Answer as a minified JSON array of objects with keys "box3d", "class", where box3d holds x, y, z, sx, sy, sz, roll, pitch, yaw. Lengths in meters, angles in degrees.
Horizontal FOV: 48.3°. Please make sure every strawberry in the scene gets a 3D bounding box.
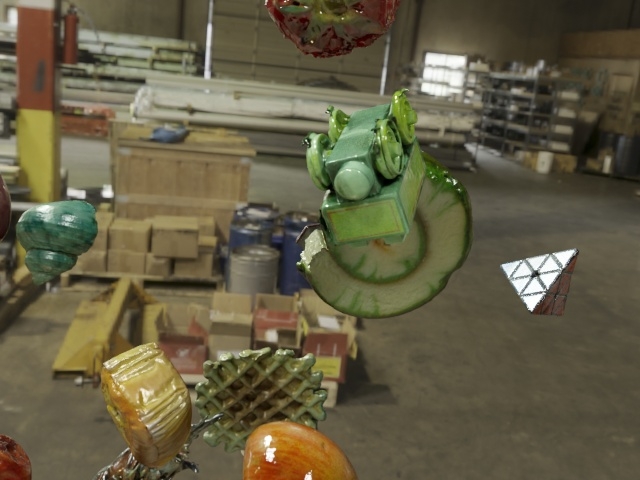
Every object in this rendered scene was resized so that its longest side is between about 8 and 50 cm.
[{"box3d":[0.030,-0.346,0.982,0.184,0.186,0.201,23,26,17],"class":"strawberry"}]

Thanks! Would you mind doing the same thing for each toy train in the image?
[{"box3d":[0.082,-0.120,1.153,0.159,0.188,0.271,-9,28,22],"class":"toy train"}]

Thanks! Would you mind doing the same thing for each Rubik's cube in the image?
[{"box3d":[0.529,0.109,1.845,0.178,0.211,0.191,26,36,36],"class":"Rubik's cube"}]

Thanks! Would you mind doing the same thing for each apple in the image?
[{"box3d":[-0.042,0.547,1.543,0.302,0.301,0.301,6,14,-1],"class":"apple"}]

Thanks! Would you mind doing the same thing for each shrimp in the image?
[{"box3d":[-0.361,0.517,1.619,0.372,0.172,0.137,-25,39,10],"class":"shrimp"}]

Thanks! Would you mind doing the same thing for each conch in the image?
[{"box3d":[-0.631,0.003,1.684,0.196,0.202,0.134,19,20,32],"class":"conch"}]

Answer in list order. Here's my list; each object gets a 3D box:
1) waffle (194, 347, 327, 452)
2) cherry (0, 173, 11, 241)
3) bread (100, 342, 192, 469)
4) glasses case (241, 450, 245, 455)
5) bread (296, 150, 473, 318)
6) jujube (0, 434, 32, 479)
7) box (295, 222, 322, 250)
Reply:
[{"box3d":[-0.139,0.380,1.676,0.310,0.291,0.056,-3,24,-5],"class":"waffle"},{"box3d":[-0.764,-0.092,1.525,0.206,0.239,0.239,9,10,-36],"class":"cherry"},{"box3d":[-0.282,0.277,1.180,0.119,0.288,0.152,-32,73,-23],"class":"bread"},{"box3d":[-0.149,0.502,1.868,0.083,0.050,0.196,7,17,8],"class":"glasses case"},{"box3d":[0.127,-0.011,1.494,0.382,0.366,0.129,-23,34,1],"class":"bread"},{"box3d":[-0.597,0.436,1.179,0.174,0.250,0.174,45,-1,1],"class":"jujube"},{"box3d":[0.000,0.000,1.625,0.085,0.060,0.063,-12,55,-45],"class":"box"}]
